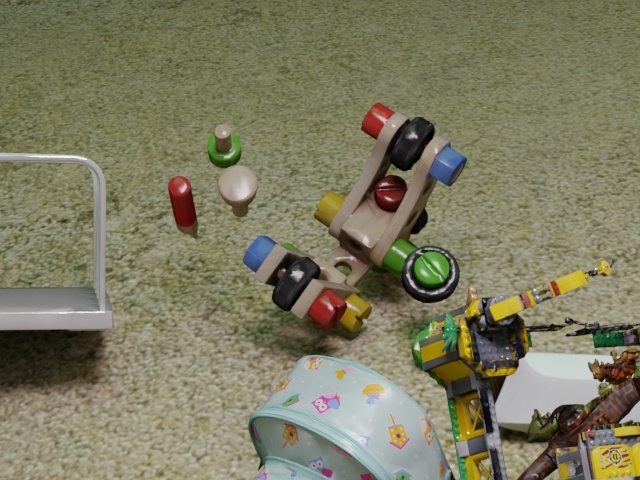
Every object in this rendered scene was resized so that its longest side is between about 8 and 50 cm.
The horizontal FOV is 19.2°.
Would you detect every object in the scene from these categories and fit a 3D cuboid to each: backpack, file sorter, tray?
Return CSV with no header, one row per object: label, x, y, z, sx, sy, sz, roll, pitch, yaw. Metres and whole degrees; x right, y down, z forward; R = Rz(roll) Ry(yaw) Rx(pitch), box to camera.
backpack,0.022,0.191,1.517,0.166,0.188,0.144,18,45,41
file sorter,-0.315,-0.004,1.964,0.193,0.173,0.278,0,3,-8
tray,0.301,0.151,1.752,0.270,0.030,0.145,1,24,16

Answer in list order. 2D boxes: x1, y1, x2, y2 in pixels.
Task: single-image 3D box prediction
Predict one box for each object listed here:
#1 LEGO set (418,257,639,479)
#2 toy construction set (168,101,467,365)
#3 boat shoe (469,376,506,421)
LEGO set,0.253,0.134,1.452,0.331,0.255,0.192,8,-18,-27
toy construction set,0.000,0.000,2.002,0.309,0.257,0.237,13,-20,4
boat shoe,0.149,0.135,1.805,0.049,0.056,0.152,-3,13,19
